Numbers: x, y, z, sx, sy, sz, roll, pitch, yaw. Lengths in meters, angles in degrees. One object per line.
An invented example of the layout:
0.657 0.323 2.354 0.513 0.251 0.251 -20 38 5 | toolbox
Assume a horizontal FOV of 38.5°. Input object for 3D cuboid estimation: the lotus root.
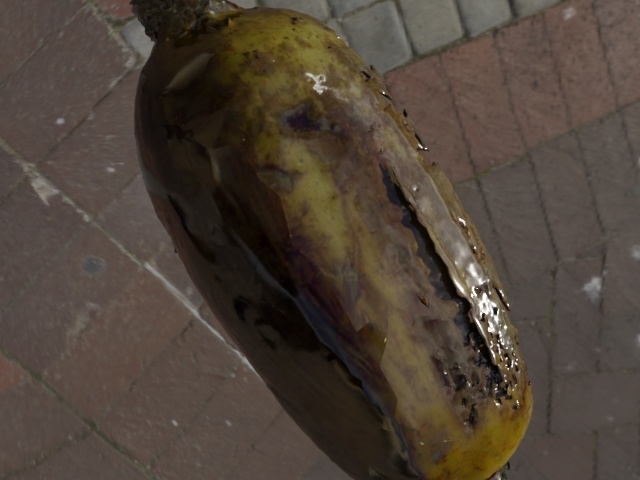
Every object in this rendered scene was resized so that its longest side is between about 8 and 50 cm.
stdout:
0.000 0.000 0.618 0.179 0.196 0.397 -31 92 -13 | lotus root
